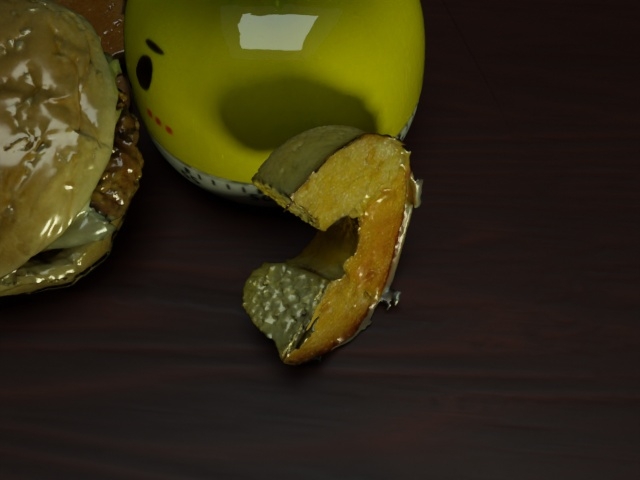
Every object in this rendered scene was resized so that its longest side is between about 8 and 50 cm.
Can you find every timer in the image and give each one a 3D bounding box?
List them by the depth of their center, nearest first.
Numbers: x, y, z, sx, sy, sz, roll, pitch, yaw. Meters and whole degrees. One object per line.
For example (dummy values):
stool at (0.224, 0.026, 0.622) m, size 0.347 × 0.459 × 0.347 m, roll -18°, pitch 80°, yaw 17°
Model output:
timer at (-0.039, -0.189, 0.565) m, size 0.284 × 0.285 × 0.285 m, roll -1°, pitch 58°, yaw 1°

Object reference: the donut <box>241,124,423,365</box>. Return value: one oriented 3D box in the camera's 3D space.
donut at (0.008, -0.006, 0.517) m, size 0.078 × 0.181 × 0.146 m, roll 28°, pitch 40°, yaw 36°

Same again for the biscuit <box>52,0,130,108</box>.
biscuit at (-0.252, -0.207, 0.715) m, size 0.165 × 0.036 × 0.250 m, roll -15°, pitch 64°, yaw -7°

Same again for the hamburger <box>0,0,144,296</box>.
hamburger at (-0.291, -0.076, 0.563) m, size 0.282 × 0.145 × 0.260 m, roll -12°, pitch 63°, yaw -5°
